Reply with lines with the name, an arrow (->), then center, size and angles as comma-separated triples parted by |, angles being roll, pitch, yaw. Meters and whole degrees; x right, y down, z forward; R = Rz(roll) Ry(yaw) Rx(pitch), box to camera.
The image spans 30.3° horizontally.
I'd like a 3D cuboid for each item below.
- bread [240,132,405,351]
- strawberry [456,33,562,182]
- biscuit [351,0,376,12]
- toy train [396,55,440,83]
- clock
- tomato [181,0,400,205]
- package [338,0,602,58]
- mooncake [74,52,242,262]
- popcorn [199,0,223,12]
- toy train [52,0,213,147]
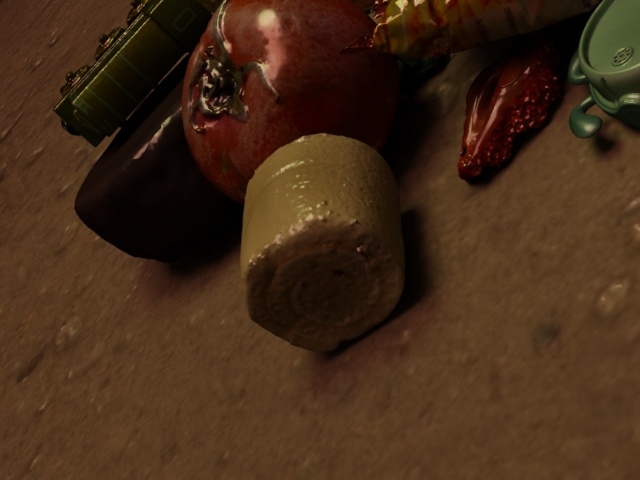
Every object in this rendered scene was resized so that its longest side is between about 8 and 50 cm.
bread -> 0.000, 0.000, 1.040 | 0.148, 0.134, 0.141 | -47, 26, 31
strawberry -> 0.159, -0.122, 1.040 | 0.104, 0.048, 0.152 | -2, 52, 59
biscuit -> 0.093, -0.333, 1.374 | 0.378, 0.054, 0.094 | -16, 43, 48
toy train -> 0.106, -0.243, 1.241 | 0.178, 0.071, 0.104 | -60, 19, -13
clock -> 0.265, -0.156, 0.910 | 0.188, 0.060, 0.148 | -32, 34, 33
tomato -> -0.022, -0.143, 1.165 | 0.232, 0.188, 0.232 | -2, 88, 46
package -> 0.168, -0.234, 1.040 | 0.288, 0.108, 0.223 | -20, 17, 24
mooncake -> -0.153, -0.102, 1.377 | 0.283, 0.141, 0.283 | -41, 21, 19
popcorn -> -0.092, -0.413, 1.552 | 0.206, 0.237, 0.251 | 26, 89, 37
toy train -> -0.218, -0.206, 1.380 | 0.225, 0.090, 0.137 | -49, 21, 0
